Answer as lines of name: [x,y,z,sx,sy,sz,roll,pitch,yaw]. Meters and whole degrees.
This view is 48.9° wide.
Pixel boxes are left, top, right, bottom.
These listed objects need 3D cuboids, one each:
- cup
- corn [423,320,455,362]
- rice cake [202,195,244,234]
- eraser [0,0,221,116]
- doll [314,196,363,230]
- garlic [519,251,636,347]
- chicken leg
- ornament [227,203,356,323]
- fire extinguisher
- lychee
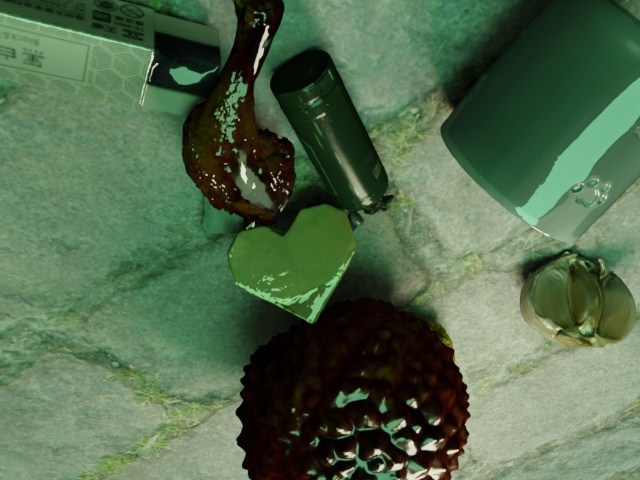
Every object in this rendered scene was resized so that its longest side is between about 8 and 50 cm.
cup: [0.383,-0.186,1.017,0.356,0.259,0.274,-9,143,-53]
corn: [0.235,0.255,1.463,0.097,0.097,0.262,-19,138,2]
rice cake: [-0.141,-0.096,1.068,0.085,0.040,0.226,-4,133,-10]
eraser: [-0.325,-0.245,0.841,0.403,0.098,0.096,9,133,-22]
doll: [0.000,0.000,1.170,0.152,0.085,0.114,-44,106,12]
garlic: [0.499,0.129,1.398,0.229,0.178,0.143,12,161,-3]
chicken leg: [-0.099,-0.132,0.906,0.158,0.096,0.407,-28,150,-20]
ornament: [-0.034,0.046,1.107,0.201,0.059,0.180,-17,94,0]
fire extinguisher: [0.035,-0.137,1.048,0.095,0.114,0.311,8,144,35]
lychee: [0.059,0.315,1.259,0.424,0.425,0.500,-20,149,3]
